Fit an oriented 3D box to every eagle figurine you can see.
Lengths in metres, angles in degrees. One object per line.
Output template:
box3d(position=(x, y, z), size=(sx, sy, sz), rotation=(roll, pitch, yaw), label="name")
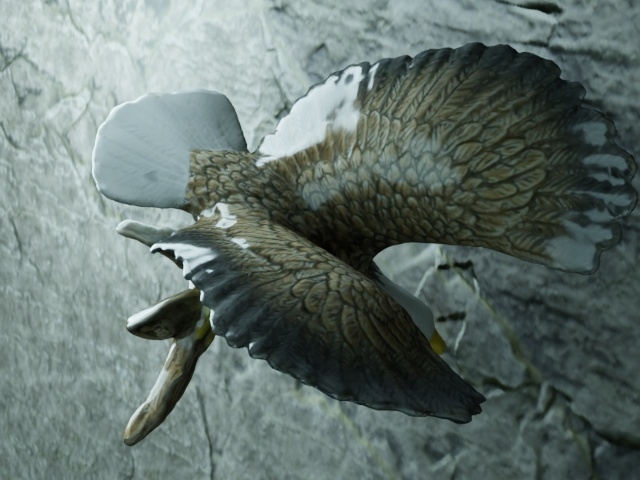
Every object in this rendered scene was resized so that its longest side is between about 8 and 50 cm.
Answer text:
box3d(position=(0.010, 0.003, 0.962), size=(0.298, 0.225, 0.226), rotation=(-18, 71, 59), label="eagle figurine")
